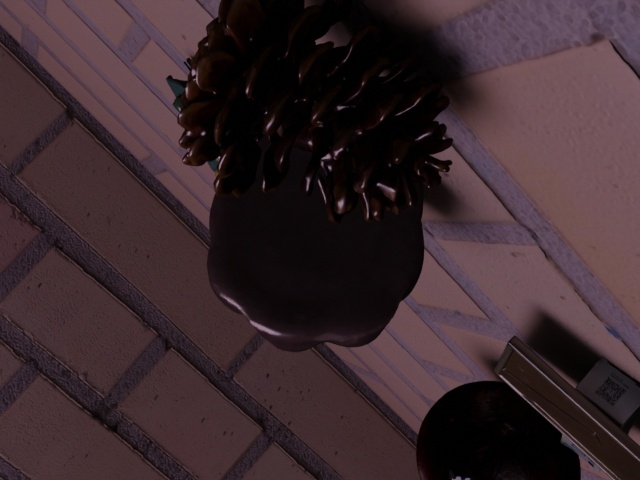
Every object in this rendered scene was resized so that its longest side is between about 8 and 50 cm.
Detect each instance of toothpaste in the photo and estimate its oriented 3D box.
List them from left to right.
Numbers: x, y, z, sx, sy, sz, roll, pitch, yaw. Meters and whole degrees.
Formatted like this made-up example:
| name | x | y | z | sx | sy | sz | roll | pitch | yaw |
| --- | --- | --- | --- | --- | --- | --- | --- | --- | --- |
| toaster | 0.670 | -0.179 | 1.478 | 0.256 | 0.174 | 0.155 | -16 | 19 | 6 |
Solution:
| name | x | y | z | sx | sy | sz | roll | pitch | yaw |
| --- | --- | --- | --- | --- | --- | --- | --- | --- | --- |
| toothpaste | 0.425 | 0.274 | 1.257 | 0.081 | 0.067 | 0.336 | 40 | 168 | 26 |

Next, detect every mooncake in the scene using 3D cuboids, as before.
| name | x | y | z | sx | sy | sz | roll | pitch | yaw |
| --- | --- | --- | --- | --- | --- | --- | --- | --- | --- |
| mooncake | 0.000 | 0.000 | 1.087 | 0.306 | 0.306 | 0.154 | 39 | 169 | 13 |

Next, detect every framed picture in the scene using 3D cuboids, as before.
| name | x | y | z | sx | sy | sz | roll | pitch | yaw |
| --- | --- | --- | --- | --- | --- | --- | --- | --- | --- |
| framed picture | 0.372 | 0.262 | 1.190 | 0.289 | 0.016 | 0.213 | 43 | 170 | 18 |

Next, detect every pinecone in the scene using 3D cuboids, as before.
| name | x | y | z | sx | sy | sz | roll | pitch | yaw |
| --- | --- | --- | --- | --- | --- | --- | --- | --- | --- |
| pinecone | -0.004 | -0.124 | 0.836 | 0.292 | 0.246 | 0.246 | 30 | 165 | 16 |

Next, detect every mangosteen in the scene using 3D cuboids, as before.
| name | x | y | z | sx | sy | sz | roll | pitch | yaw |
| --- | --- | --- | --- | --- | --- | --- | --- | --- | --- |
| mangosteen | 0.311 | 0.408 | 1.508 | 0.297 | 0.293 | 0.297 | 29 | -153 | -16 |

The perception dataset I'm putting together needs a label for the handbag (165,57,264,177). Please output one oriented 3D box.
| name | x | y | z | sx | sy | sz | roll | pitch | yaw |
| --- | --- | --- | --- | --- | --- | --- | --- | --- | --- |
| handbag | -0.127 | -0.156 | 1.415 | 0.268 | 0.100 | 0.274 | 35 | 166 | 33 |
